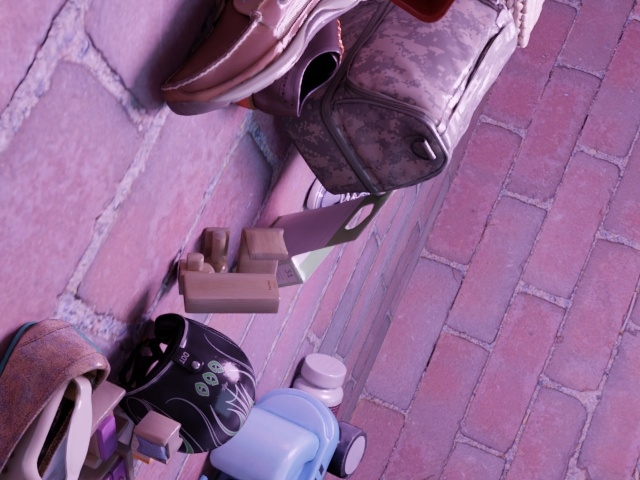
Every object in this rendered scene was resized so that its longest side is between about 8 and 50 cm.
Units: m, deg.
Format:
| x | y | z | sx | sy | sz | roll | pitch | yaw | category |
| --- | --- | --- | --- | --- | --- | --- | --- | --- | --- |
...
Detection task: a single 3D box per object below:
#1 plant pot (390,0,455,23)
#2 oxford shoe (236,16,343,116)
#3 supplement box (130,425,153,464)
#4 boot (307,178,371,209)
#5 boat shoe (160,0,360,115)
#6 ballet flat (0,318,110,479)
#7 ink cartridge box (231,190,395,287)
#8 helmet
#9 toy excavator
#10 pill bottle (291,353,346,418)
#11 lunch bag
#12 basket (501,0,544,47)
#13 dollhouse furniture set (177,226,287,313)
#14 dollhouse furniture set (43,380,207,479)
| x | y | z | sx | sy | sz | roll | pitch | yaw | category |
| --- | --- | --- | --- | --- | --- | --- | --- | --- | --- |
| 0.076 | -0.421 | 0.764 | 0.267 | 0.267 | 0.236 | -54 | -166 | 33 | plant pot |
| -0.005 | -0.259 | 1.047 | 0.271 | 0.098 | 0.097 | -59 | 163 | -25 | oxford shoe |
| -0.226 | 0.251 | 1.111 | 0.062 | 0.036 | 0.099 | -33 | 142 | -67 | supplement box |
| 0.047 | -0.093 | 1.496 | 0.190 | 0.086 | 0.069 | -43 | 151 | -58 | boot |
| -0.064 | -0.257 | 0.872 | 0.324 | 0.123 | 0.116 | -50 | 124 | -29 | boat shoe |
| -0.286 | 0.230 | 0.737 | 0.316 | 0.106 | 0.107 | -68 | 166 | -2 | ballet flat |
| 0.000 | 0.000 | 1.217 | 0.171 | 0.235 | 0.056 | -50 | 121 | -49 | ink cartridge box |
| -0.161 | 0.185 | 1.000 | 0.161 | 0.169 | 0.169 | 47 | 57 | -28 | helmet |
| -0.145 | 0.455 | 1.443 | 0.433 | 0.222 | 0.445 | -64 | 151 | -14 | toy excavator |
| -0.017 | 0.385 | 1.872 | 0.121 | 0.121 | 0.221 | -30 | 140 | -67 | pill bottle |
| 0.128 | -0.227 | 1.177 | 0.305 | 0.255 | 0.213 | -58 | 133 | -30 | lunch bag |
| 0.285 | -0.551 | 1.361 | 0.332 | 0.266 | 0.328 | -65 | 166 | -4 | basket |
| -0.115 | 0.075 | 1.052 | 0.151 | 0.144 | 0.123 | -109 | -154 | -52 | dollhouse furniture set |
| -0.182 | 0.363 | 0.907 | 0.198 | 0.303 | 0.287 | -55 | 160 | -44 | dollhouse furniture set |
